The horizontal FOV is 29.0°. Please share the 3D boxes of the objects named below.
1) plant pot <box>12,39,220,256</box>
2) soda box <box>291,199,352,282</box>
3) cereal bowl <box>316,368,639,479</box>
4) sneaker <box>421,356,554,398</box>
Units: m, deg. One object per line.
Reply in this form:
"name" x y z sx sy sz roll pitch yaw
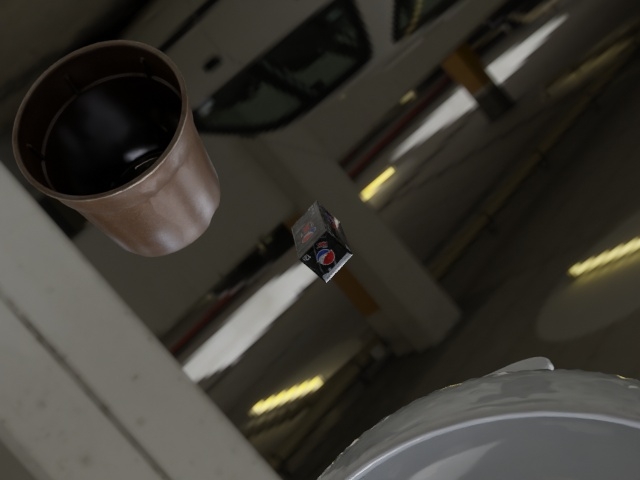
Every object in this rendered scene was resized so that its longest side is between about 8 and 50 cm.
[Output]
"plant pot" -0.177 -0.075 1.170 0.167 0.167 0.165 -41 151 -6
"soda box" 0.000 0.000 1.769 0.060 0.053 0.169 -47 -166 9
"cereal bowl" 0.137 0.222 0.706 0.339 0.339 0.141 -38 -173 19
"sneaker" 0.187 0.230 1.452 0.216 0.121 0.079 -28 149 22
